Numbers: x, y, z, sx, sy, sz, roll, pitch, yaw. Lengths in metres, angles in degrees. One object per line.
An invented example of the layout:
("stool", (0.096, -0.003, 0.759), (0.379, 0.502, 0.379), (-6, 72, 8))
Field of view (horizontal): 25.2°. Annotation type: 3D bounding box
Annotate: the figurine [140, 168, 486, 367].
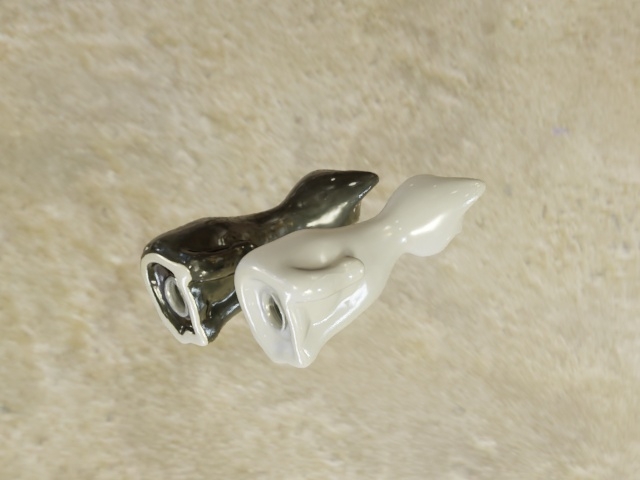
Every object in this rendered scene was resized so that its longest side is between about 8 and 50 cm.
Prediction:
("figurine", (0.000, 0.000, 1.113), (0.209, 0.215, 0.092), (-34, 113, -31))
